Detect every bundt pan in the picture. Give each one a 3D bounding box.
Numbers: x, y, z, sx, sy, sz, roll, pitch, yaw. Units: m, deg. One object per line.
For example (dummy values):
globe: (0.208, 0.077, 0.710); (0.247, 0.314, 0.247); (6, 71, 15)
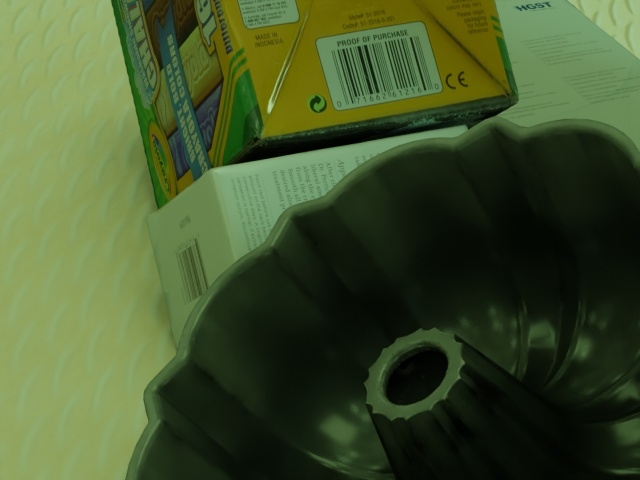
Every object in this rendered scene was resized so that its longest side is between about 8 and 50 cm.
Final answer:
bundt pan: (0.072, 0.099, 0.912); (0.331, 0.124, 0.331); (-21, 42, 20)

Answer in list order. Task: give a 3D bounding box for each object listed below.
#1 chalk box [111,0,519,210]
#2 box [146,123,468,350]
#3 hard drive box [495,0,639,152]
chalk box: (-0.024, -0.124, 1.211); (0.180, 0.289, 0.179); (-10, 83, -22)
box: (0.000, 0.000, 1.112); (0.170, 0.130, 0.091); (-11, 82, -26)
hard drive box: (0.151, -0.081, 1.315); (0.181, 0.089, 0.232); (-11, 39, -26)
